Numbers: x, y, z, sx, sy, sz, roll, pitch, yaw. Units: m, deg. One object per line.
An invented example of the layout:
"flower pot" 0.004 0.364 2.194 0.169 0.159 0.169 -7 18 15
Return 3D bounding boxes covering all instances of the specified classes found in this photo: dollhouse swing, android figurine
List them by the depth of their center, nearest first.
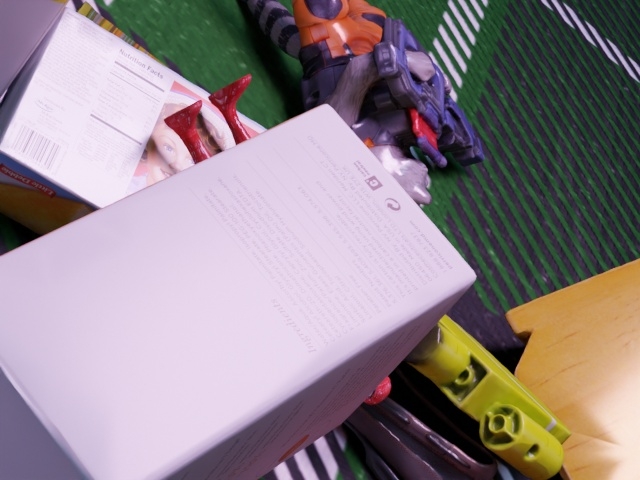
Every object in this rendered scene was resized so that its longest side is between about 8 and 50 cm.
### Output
"android figurine" 0.124 0.115 1.432 0.248 0.056 0.273 45 3 40
"dollhouse swing" 0.373 0.233 1.651 0.315 0.305 0.346 -20 61 -10

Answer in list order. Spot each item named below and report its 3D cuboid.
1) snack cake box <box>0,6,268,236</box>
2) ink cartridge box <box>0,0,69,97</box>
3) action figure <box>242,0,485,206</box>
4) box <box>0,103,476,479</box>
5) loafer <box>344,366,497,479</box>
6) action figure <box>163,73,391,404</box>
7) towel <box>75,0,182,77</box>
"snack cake box" -0.139 -0.051 1.332 0.264 0.089 0.152 32 56 -19
"ink cartridge box" -0.287 -0.308 1.237 0.279 0.384 0.160 31 31 -20
"action figure" 0.044 -0.157 1.701 0.341 0.179 0.330 44 25 -60
"box" -0.098 0.082 1.081 0.345 0.215 0.168 -29 74 -43
"loafer" 0.047 0.120 1.391 0.267 0.084 0.096 49 32 8
"action figure" 0.000 0.000 1.266 0.091 0.139 0.280 -34 99 -39
"towel" -0.143 -0.134 1.535 0.237 0.021 0.102 36 33 -13
